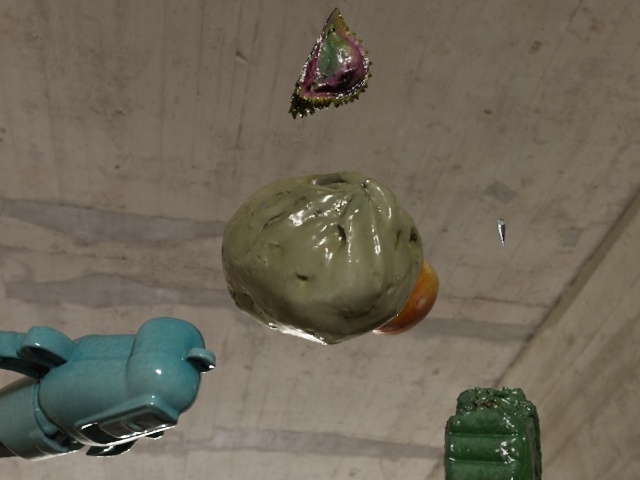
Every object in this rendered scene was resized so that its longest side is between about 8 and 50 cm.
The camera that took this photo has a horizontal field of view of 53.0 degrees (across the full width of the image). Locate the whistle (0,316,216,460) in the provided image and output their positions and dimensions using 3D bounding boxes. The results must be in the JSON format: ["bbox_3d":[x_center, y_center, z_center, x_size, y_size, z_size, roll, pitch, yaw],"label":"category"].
[{"bbox_3d":[-0.206,0.139,0.559,0.274,0.093,0.186,-21,-49,19],"label":"whistle"}]

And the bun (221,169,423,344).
[{"bbox_3d":[0.000,0.000,1.036,0.326,0.362,0.234,2,-64,13],"label":"bun"}]

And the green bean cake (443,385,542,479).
[{"bbox_3d":[0.345,0.421,1.266,0.169,0.300,0.308,-7,-43,20],"label":"green bean cake"}]

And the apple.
[{"bbox_3d":[0.169,0.103,1.644,0.233,0.286,0.286,-36,-52,9],"label":"apple"}]

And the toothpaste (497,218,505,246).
[{"bbox_3d":[0.346,-0.016,1.224,0.015,0.024,0.083,-19,-29,7],"label":"toothpaste"}]

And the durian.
[{"bbox_3d":[0.024,-0.265,1.069,0.108,0.186,0.119,23,-14,-2],"label":"durian"}]
